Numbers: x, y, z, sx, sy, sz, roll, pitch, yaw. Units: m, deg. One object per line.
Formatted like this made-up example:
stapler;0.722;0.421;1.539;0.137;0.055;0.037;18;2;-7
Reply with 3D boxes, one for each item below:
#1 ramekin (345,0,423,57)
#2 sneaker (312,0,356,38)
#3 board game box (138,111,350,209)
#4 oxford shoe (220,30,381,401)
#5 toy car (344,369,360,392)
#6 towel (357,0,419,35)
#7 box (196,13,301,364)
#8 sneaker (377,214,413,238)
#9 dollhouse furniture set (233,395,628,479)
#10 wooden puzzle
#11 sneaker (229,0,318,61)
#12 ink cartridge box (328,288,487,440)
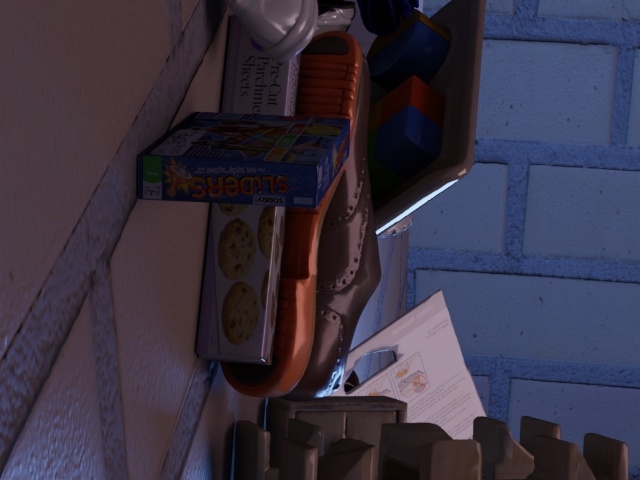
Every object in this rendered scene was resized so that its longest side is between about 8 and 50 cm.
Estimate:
ramekin;0.058;-0.273;2.092;0.277;0.135;0.277;4;90;-83
sneaker;-0.015;-0.201;1.716;0.262;0.099;0.121;-36;137;-78
board game box;-0.055;-0.067;1.274;0.201;0.136;0.035;-59;152;-74
oxford shoe;-0.004;-0.022;1.591;0.132;0.130;0.364;16;86;-47
toy car;0.068;0.232;2.237;0.149;0.188;0.155;-77;169;-51
towel;0.039;-0.400;1.716;0.227;0.076;0.308;64;13;-64
box;-0.065;-0.047;1.502;0.063;0.067;0.324;58;37;-78
sneaker;0.040;-0.054;2.076;0.297;0.111;0.129;-39;117;-69
dollhouse furniture set;0.075;0.320;1.761;0.394;0.362;0.256;-174;-94;-67
wooden puzzle;0.045;-0.117;1.769;0.322;0.080;0.348;-36;-153;38
sneaker;-0.055;-0.259;1.469;0.094;0.080;0.212;33;31;-31
ink cartridge box;0.075;0.239;2.103;0.296;0.066;0.261;-32;114;-28
